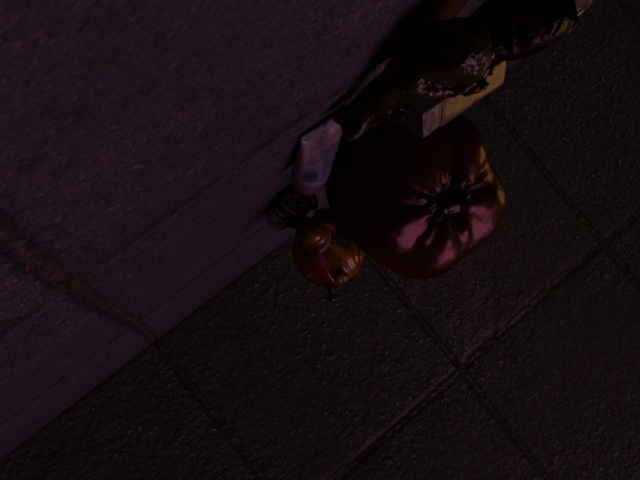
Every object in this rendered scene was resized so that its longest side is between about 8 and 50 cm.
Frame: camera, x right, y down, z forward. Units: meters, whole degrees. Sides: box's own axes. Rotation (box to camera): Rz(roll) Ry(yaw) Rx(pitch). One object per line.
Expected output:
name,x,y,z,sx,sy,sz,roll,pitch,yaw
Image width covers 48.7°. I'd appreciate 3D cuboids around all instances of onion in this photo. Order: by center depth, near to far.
onion,0.143,-0.290,1.489,0.115,0.104,0.115,-29,160,-11

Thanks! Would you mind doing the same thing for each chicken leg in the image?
chicken leg,0.184,-0.305,1.307,0.211,0.140,0.361,-12,175,-29

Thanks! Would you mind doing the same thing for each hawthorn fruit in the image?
hawthorn fruit,0.240,-0.134,1.846,0.472,0.472,0.472,-38,177,-2

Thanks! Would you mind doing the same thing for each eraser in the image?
eraser,0.296,-0.363,1.693,0.343,0.144,0.078,-36,138,-32

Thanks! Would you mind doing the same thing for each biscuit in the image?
biscuit,0.222,-0.421,1.286,0.237,0.013,0.232,-35,175,-39

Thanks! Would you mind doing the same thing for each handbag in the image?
handbag,0.462,-0.499,1.600,0.215,0.155,0.169,-20,-176,27

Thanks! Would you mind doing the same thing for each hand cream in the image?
hand cream,-0.011,-0.189,1.540,0.133,0.083,0.248,-38,166,-26

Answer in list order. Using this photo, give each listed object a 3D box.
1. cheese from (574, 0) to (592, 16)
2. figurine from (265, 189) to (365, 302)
cheese,0.658,-0.659,1.855,0.328,0.129,0.351,-35,177,-29
figurine,-0.005,0.001,1.999,0.196,0.323,0.320,-40,176,14
